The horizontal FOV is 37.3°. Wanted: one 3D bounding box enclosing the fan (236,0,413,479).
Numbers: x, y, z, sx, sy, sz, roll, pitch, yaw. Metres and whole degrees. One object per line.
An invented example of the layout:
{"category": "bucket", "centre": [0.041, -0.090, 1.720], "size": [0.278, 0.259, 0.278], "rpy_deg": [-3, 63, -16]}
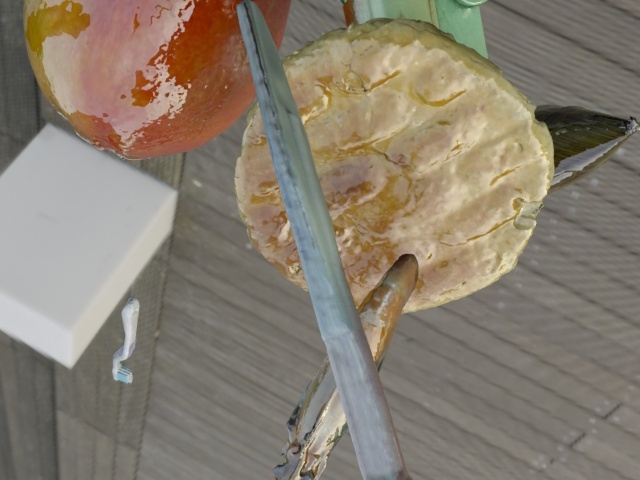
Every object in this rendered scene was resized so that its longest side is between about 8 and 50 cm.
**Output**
{"category": "fan", "centre": [0.000, 0.000, 0.455], "size": [0.023, 0.282, 0.057], "rpy_deg": [-18, 154, 4]}

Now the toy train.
{"category": "toy train", "centre": [0.107, -0.193, 1.009], "size": [0.116, 0.177, 0.286], "rpy_deg": [-165, 63, -69]}

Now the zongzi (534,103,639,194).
{"category": "zongzi", "centre": [0.246, -0.092, 1.159], "size": [0.112, 0.221, 0.242], "rpy_deg": [65, 174, -10]}

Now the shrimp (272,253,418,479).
{"category": "shrimp", "centre": [0.026, 0.124, 0.843], "size": [0.052, 0.251, 0.143], "rpy_deg": [32, 173, 12]}

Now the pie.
{"category": "pie", "centre": [0.069, -0.063, 0.960], "size": [0.339, 0.083, 0.340], "rpy_deg": [0, 126, 0]}

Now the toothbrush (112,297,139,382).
{"category": "toothbrush", "centre": [-0.109, 0.058, 0.529], "size": [0.013, 0.011, 0.131], "rpy_deg": [22, 153, -3]}

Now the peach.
{"category": "peach", "centre": [-0.189, -0.266, 1.100], "size": [0.289, 0.373, 0.372], "rpy_deg": [13, 151, -23]}
